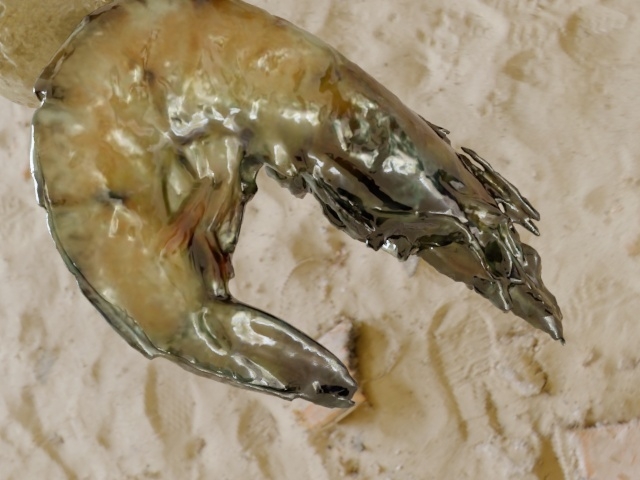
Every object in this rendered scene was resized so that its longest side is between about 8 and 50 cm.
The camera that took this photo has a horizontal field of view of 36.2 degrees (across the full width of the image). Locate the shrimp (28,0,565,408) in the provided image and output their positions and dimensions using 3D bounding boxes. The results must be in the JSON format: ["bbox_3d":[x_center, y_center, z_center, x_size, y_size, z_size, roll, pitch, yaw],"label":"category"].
[{"bbox_3d":[0.000,0.000,0.576,0.365,0.233,0.071,33,151,-19],"label":"shrimp"}]

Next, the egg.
[{"bbox_3d":[-0.176,-0.146,0.649,0.140,0.118,0.116,-11,126,25],"label":"egg"}]
